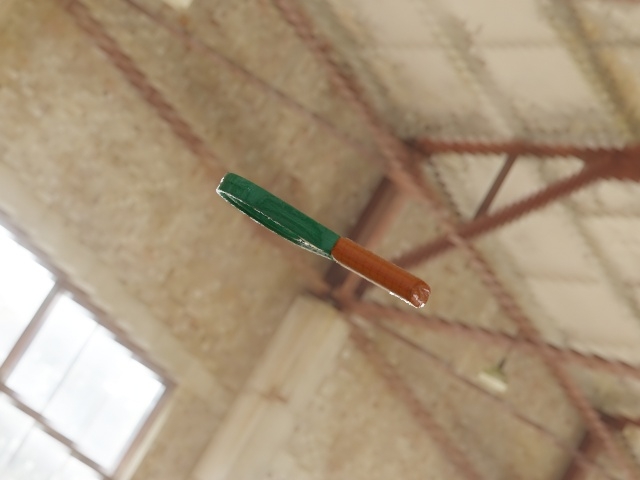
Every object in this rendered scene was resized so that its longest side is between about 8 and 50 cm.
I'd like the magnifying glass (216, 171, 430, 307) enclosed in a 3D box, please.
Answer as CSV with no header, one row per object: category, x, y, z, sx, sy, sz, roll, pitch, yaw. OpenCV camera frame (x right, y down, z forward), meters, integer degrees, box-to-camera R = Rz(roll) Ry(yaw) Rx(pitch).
magnifying glass,0.000,0.000,1.619,0.231,0.026,0.092,27,-8,37
